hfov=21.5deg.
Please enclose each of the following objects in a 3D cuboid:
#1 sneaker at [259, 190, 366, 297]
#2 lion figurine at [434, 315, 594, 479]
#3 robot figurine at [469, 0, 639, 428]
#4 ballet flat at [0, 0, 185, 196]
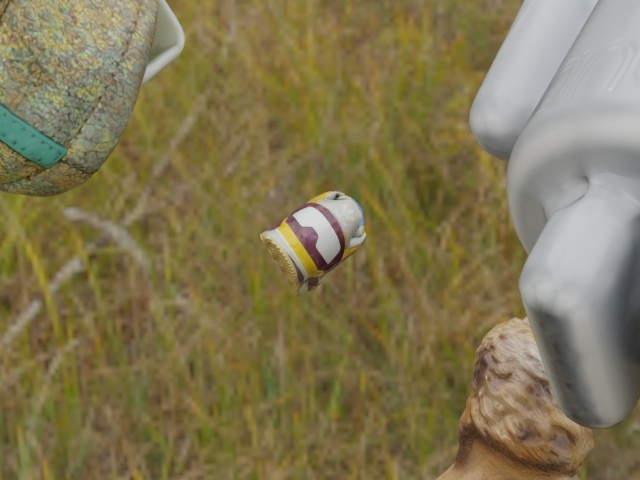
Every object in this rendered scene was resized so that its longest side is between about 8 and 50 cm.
[{"bbox_3d":[0.000,0.000,1.414,0.084,0.069,0.185,-32,3,-2],"label":"sneaker"},{"bbox_3d":[0.171,0.280,1.816,0.240,0.392,0.142,41,12,-8],"label":"lion figurine"},{"bbox_3d":[0.220,-0.067,0.787,0.300,0.200,0.353,17,59,27],"label":"robot figurine"},{"bbox_3d":[-0.094,-0.127,0.673,0.123,0.123,0.348,2,32,4],"label":"ballet flat"}]
